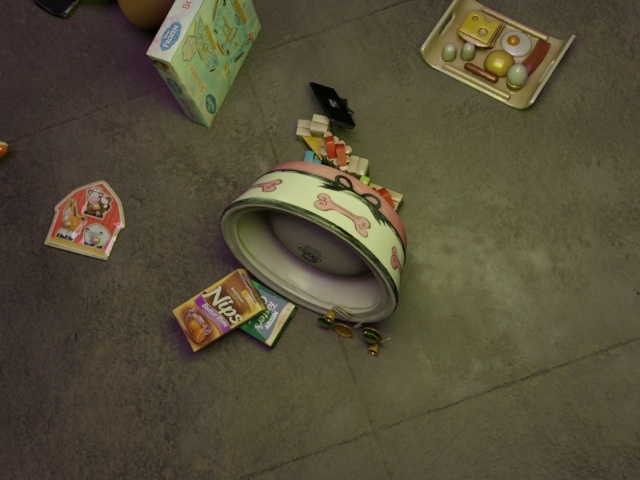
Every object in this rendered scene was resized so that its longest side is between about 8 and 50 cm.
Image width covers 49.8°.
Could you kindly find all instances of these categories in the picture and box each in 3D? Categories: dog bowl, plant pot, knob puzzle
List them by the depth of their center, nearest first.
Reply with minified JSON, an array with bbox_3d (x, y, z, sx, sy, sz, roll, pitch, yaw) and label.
[{"bbox_3d":[0.000,0.000,1.451,0.408,0.408,0.150,23,62,12],"label":"dog bowl"},{"bbox_3d":[-0.574,-0.062,1.706,0.213,0.030,0.213,-2,73,6],"label":"knob puzzle"},{"bbox_3d":[-0.389,-0.656,1.781,0.255,0.237,0.237,-27,72,12],"label":"plant pot"}]

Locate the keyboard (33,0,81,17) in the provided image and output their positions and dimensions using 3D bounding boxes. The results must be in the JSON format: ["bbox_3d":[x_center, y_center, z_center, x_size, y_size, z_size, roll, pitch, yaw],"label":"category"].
[{"bbox_3d":[-0.690,-0.777,1.936,0.202,0.033,0.317,37,79,10],"label":"keyboard"}]

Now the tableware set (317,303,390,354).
[{"bbox_3d":[0.070,0.203,1.527,0.154,0.104,0.024,34,56,-9],"label":"tableware set"}]

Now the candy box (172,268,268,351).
[{"bbox_3d":[-0.225,0.156,1.548,0.187,0.053,0.109,-32,80,9],"label":"candy box"}]

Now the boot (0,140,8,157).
[{"bbox_3d":[-0.853,-0.186,1.763,0.158,0.059,0.084,-36,76,3],"label":"boot"}]

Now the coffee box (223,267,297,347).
[{"bbox_3d":[-0.157,0.154,1.590,0.184,0.040,0.113,31,80,14],"label":"coffee box"}]

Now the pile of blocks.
[{"bbox_3d":[0.045,-0.159,1.627,0.149,0.112,0.362,-41,73,-7],"label":"pile of blocks"}]

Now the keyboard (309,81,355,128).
[{"bbox_3d":[0.032,-0.317,1.679,0.100,0.038,0.192,11,36,-28],"label":"keyboard"}]

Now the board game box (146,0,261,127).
[{"bbox_3d":[-0.265,-0.482,1.651,0.066,0.318,0.317,21,76,13],"label":"board game box"}]

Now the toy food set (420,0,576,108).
[{"bbox_3d":[0.432,-0.480,1.694,0.306,0.092,0.219,31,79,13],"label":"toy food set"}]
